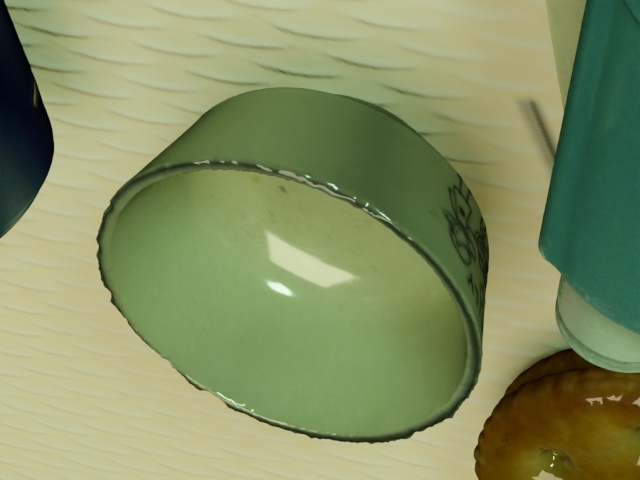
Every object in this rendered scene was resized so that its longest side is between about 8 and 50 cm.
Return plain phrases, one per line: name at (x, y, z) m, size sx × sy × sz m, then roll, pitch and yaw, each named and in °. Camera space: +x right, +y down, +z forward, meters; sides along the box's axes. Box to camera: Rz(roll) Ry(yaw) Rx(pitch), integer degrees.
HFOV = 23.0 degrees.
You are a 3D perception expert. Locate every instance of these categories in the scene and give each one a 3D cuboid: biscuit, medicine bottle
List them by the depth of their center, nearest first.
medicine bottle at (0.153, -0.042, 0.607) m, size 0.124 × 0.079 × 0.258 m, roll 17°, pitch 141°, yaw 10°
biscuit at (0.198, 0.141, 0.917) m, size 0.221 × 0.066 × 0.220 m, roll 14°, pitch 137°, yaw 14°

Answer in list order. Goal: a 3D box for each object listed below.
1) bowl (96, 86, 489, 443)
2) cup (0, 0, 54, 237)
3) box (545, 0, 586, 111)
bowl at (0.000, 0.000, 0.828) m, size 0.211 × 0.112 × 0.211 m, roll 16°, pitch 141°, yaw 14°
cup at (-0.259, -0.140, 0.818) m, size 0.178 × 0.255 × 0.256 m, roll -19°, pitch 137°, yaw -4°
box at (0.228, -0.079, 0.644) m, size 0.257 × 0.069 × 0.164 m, roll 6°, pitch 137°, yaw 24°
